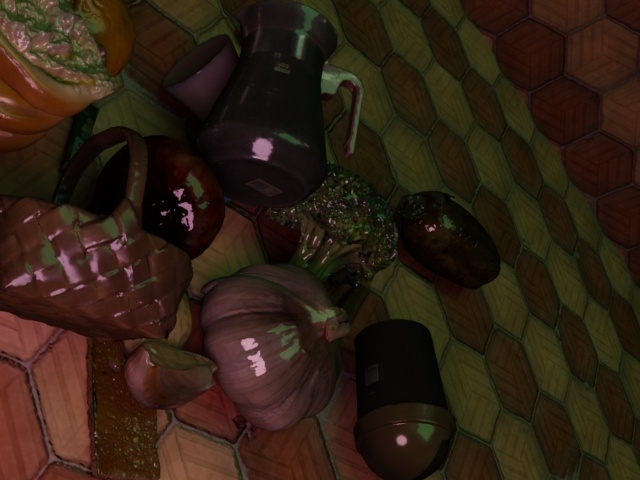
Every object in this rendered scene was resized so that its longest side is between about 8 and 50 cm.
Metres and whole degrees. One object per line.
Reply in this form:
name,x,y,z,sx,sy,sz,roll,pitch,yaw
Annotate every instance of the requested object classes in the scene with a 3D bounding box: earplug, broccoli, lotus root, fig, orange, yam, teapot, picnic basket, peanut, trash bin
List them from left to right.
orange,-0.434,-0.377,1.634,0.219,0.193,0.219,10,74,-38
picnic basket,-0.349,-0.026,1.387,0.337,0.293,0.337,7,79,-40
peanut,-0.287,0.126,1.564,0.140,0.109,0.159,-12,80,-60
fig,-0.284,-0.070,1.608,0.224,0.224,0.263,20,22,-46
earplug,-0.172,-0.260,1.934,0.301,0.172,0.172,52,36,-27
teapot,-0.069,-0.251,1.752,0.300,0.253,0.344,18,69,-17
broccoli,0.000,-0.021,1.963,0.249,0.302,0.375,59,0,31
yam,0.051,0.170,2.038,0.046,0.046,0.264,54,35,-14
trash bin,0.170,0.351,1.940,0.214,0.214,0.334,33,36,-37
lotus root,0.333,-0.002,2.417,0.397,0.179,0.196,36,26,-40

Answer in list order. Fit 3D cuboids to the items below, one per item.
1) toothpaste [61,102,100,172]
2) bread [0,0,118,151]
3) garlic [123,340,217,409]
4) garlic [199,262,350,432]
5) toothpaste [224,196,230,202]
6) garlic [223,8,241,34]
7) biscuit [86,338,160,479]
toothpaste,-0.430,-0.180,1.644,0.049,0.031,0.204,37,41,-36
bread,-0.505,-0.293,1.412,0.316,0.270,0.211,62,19,-16
garlic,-0.252,0.226,1.507,0.195,0.101,0.087,29,26,-52
garlic,-0.084,0.191,1.709,0.322,0.241,0.322,12,62,-24
toothpaste,-0.120,-0.159,1.881,0.266,0.065,0.050,-31,131,-22
garlic,-0.136,-0.485,2.199,0.198,0.090,0.128,-2,55,-46
biscuit,-0.322,0.271,1.499,0.131,0.026,0.237,22,51,-47
